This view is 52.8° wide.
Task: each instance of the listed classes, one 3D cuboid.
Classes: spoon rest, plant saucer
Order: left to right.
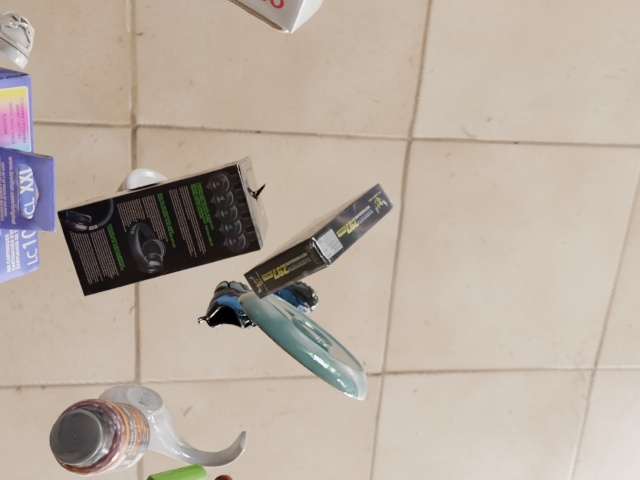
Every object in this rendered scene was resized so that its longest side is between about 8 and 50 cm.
[{"bbox_3d":[-0.275,0.343,1.172,0.276,0.137,0.084,25,106,-7],"label":"spoon rest"},{"bbox_3d":[-0.024,0.193,1.267,0.317,0.317,0.044,37,91,-20],"label":"plant saucer"}]

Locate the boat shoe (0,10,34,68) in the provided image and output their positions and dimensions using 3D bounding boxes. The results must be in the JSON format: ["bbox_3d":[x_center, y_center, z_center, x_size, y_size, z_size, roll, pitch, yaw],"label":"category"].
[{"bbox_3d":[-0.644,-0.431,1.351,0.096,0.267,0.088,39,91,-33],"label":"boat shoe"}]

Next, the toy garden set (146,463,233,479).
[{"bbox_3d":[-0.189,0.381,0.748,0.049,0.204,0.244,28,87,21],"label":"toy garden set"}]

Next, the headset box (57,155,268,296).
[{"bbox_3d":[-0.216,-0.035,1.009,0.282,0.246,0.131,-15,100,1],"label":"headset box"}]

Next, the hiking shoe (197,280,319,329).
[{"bbox_3d":[-0.149,0.176,1.619,0.303,0.132,0.113,-5,126,25],"label":"hiking shoe"}]

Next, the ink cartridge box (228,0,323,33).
[{"bbox_3d":[-0.072,-0.585,1.038,0.279,0.160,0.385,32,134,1],"label":"ink cartridge box"}]

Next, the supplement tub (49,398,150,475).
[{"bbox_3d":[-0.319,0.284,0.932,0.105,0.198,0.106,0,74,0],"label":"supplement tub"}]

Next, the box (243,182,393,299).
[{"bbox_3d":[0.000,0.000,1.116,0.183,0.232,0.059,-27,97,42],"label":"box"}]

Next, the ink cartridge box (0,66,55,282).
[{"bbox_3d":[-0.508,-0.098,0.815,0.395,0.151,0.270,19,115,24],"label":"ink cartridge box"}]

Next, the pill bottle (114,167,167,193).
[{"bbox_3d":[-0.449,-0.053,1.536,0.131,0.131,0.229,33,127,-19],"label":"pill bottle"}]
